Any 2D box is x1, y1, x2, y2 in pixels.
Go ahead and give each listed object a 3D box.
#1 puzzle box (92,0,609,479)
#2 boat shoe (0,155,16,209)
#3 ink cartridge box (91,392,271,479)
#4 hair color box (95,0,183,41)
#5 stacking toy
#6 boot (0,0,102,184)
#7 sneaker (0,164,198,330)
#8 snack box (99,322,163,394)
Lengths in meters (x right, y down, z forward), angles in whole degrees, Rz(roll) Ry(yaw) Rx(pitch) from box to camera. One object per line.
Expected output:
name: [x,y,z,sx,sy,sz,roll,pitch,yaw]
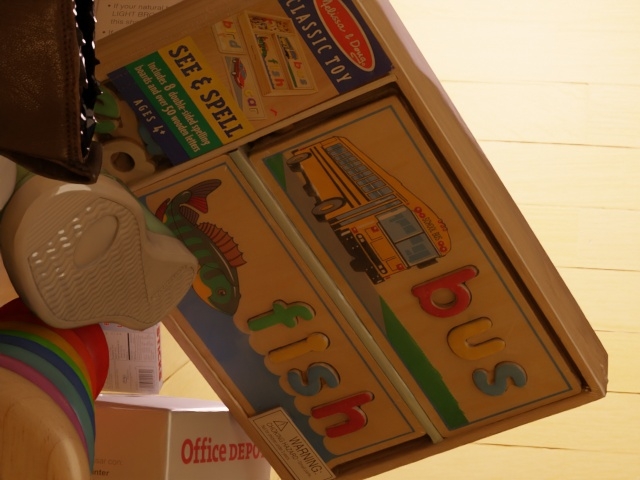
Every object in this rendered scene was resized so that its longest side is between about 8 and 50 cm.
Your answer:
puzzle box: [0.000,0.000,1.407,0.409,0.272,0.052,55,26,-28]
boat shoe: [-0.221,-0.024,1.002,0.302,0.109,0.094,-97,174,-68]
ink cartridge box: [-0.136,0.273,1.501,0.223,0.129,0.307,13,80,-70]
hair color box: [-0.099,-0.199,1.580,0.105,0.174,0.347,83,12,-59]
stacking toy: [-0.189,0.099,1.192,0.330,0.141,0.141,-84,176,-77]
boot: [-0.181,-0.124,0.644,0.263,0.229,0.091,86,10,-49]
sneaker: [-0.180,-0.020,1.238,0.094,0.151,0.256,-51,164,-1]
snack box: [-0.164,0.042,1.600,0.022,0.064,0.178,-70,162,-64]
